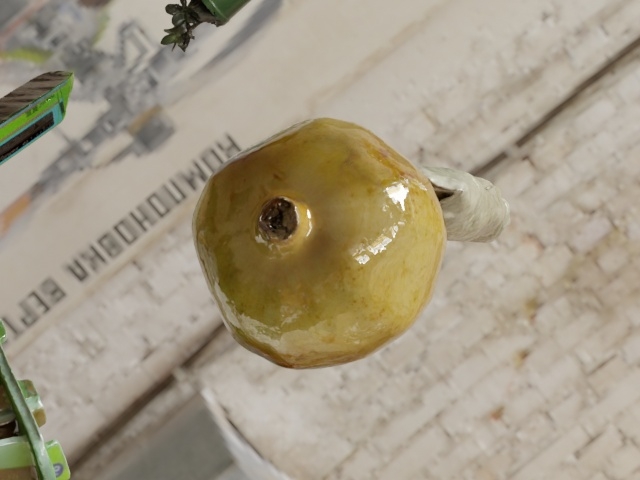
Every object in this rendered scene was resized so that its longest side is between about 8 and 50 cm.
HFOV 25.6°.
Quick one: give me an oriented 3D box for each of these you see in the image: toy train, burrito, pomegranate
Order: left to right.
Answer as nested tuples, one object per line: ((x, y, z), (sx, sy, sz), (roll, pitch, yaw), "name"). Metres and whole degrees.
((-0.277, -0.098, 1.245), (0.044, 0.042, 0.209), (3, -154, 21), "toy train")
((0.002, 0.003, 1.212), (0.233, 0.233, 0.233), (-36, -163, 13), "pomegranate")
((0.132, -0.039, 1.511), (0.117, 0.076, 0.392), (7, 180, 16), "burrito")

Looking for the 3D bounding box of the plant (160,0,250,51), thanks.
((-0.112, -0.217, 1.312), (0.102, 0.051, 0.051), (-34, -163, 11), "plant")

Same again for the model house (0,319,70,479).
((-0.373, 0.131, 1.003), (0.323, 0.340, 0.300), (-21, -137, -17), "model house")
